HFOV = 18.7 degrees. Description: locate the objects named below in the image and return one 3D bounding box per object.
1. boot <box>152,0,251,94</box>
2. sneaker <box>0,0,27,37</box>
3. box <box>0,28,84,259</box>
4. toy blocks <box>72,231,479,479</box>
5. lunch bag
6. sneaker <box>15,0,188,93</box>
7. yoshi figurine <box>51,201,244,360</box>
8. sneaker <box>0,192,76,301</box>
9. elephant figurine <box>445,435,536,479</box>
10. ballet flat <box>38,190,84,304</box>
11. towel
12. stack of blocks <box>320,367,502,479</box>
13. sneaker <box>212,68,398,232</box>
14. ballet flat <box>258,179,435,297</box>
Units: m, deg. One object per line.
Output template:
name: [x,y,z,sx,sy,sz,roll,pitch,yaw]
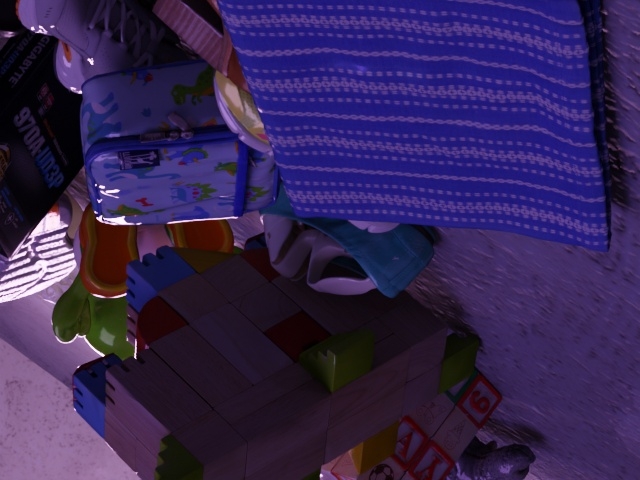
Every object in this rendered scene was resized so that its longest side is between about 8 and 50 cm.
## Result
boot: [0.006,-0.142,1.316,0.220,0.109,0.283,35,158,-5]
sneaker: [-0.296,-0.248,1.706,0.118,0.083,0.222,24,158,39]
box: [-0.309,-0.099,1.980,0.051,0.175,0.220,30,162,17]
toy blocks: [-0.078,0.100,1.809,0.261,0.381,0.191,40,142,32]
lunch bag: [-0.114,-0.080,1.648,0.176,0.090,0.219,-6,164,-7]
sneaker: [-0.169,-0.180,1.635,0.121,0.099,0.262,26,170,12]
yoshi figurine: [-0.195,0.044,2.117,0.203,0.203,0.362,33,168,-6]
sneaker: [-0.360,-0.054,2.250,0.180,0.124,0.321,66,157,17]
elephant figurine: [0.112,0.229,2.089,0.239,0.186,0.169,94,167,-59]
ballet flat: [-0.408,-0.073,2.406,0.409,0.147,0.147,36,165,-9]
towel: [0.066,-0.090,1.263,0.243,0.040,0.336,5,152,15]
stack of blocks: [0.029,0.177,2.029,0.087,0.171,0.297,47,162,-28]
sneaker: [0.010,-0.090,1.520,0.208,0.081,0.094,36,158,-19]
ballet flat: [0.000,0.000,1.750,0.247,0.087,0.083,17,154,52]
